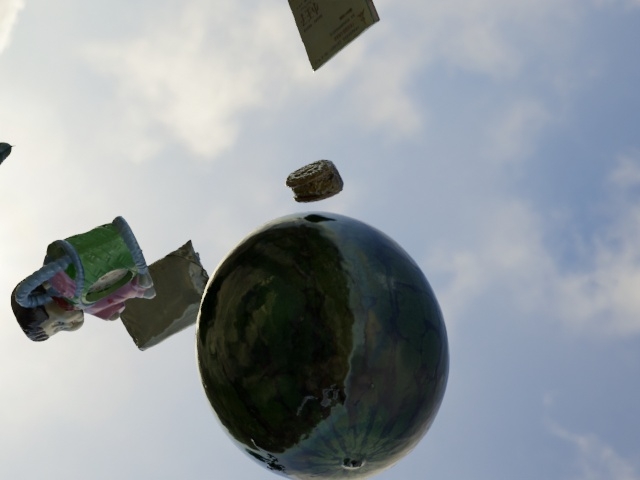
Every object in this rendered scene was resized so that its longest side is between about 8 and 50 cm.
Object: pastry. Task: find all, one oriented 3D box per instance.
[{"bbox_3d":[-0.010,-0.103,2.348,0.109,0.057,0.097,-3,-154,45],"label":"pastry"}]

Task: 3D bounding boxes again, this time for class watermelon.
[{"bbox_3d":[0.002,0.139,1.694,0.363,0.363,0.363,-49,-151,41],"label":"watermelon"}]

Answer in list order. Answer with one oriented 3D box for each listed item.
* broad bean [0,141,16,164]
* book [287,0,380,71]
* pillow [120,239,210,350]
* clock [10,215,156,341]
[{"bbox_3d":[-0.628,-0.110,2.239,0.255,0.046,0.065,-32,-163,-29],"label":"broad bean"},{"bbox_3d":[-0.006,-0.450,2.164,0.201,0.026,0.289,-31,-103,55],"label":"book"},{"bbox_3d":[-0.272,0.101,2.274,0.134,0.181,0.078,62,0,10],"label":"pillow"},{"bbox_3d":[-0.339,0.058,1.822,0.100,0.196,0.194,59,-11,19],"label":"clock"}]
